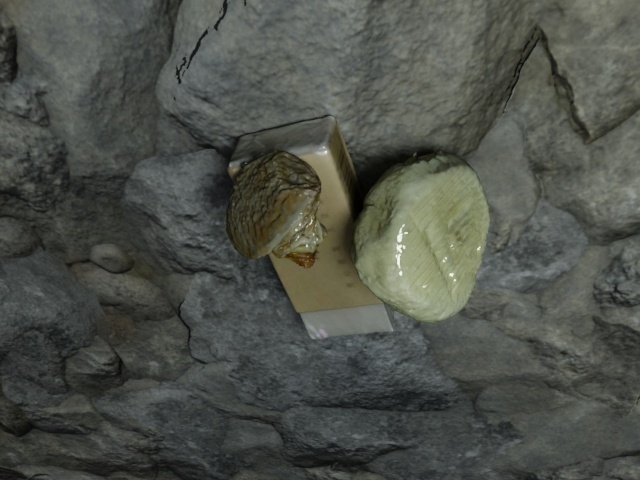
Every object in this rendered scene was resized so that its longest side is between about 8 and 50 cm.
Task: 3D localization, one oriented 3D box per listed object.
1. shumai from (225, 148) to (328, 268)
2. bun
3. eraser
[{"bbox_3d":[-0.040,-0.029,0.774,0.116,0.145,0.145,24,133,-40],"label":"shumai"},{"bbox_3d":[0.124,-0.007,0.820,0.134,0.220,0.220,8,138,42],"label":"bun"},{"bbox_3d":[0.000,0.000,0.905,0.144,0.078,0.343,-9,128,18],"label":"eraser"}]
